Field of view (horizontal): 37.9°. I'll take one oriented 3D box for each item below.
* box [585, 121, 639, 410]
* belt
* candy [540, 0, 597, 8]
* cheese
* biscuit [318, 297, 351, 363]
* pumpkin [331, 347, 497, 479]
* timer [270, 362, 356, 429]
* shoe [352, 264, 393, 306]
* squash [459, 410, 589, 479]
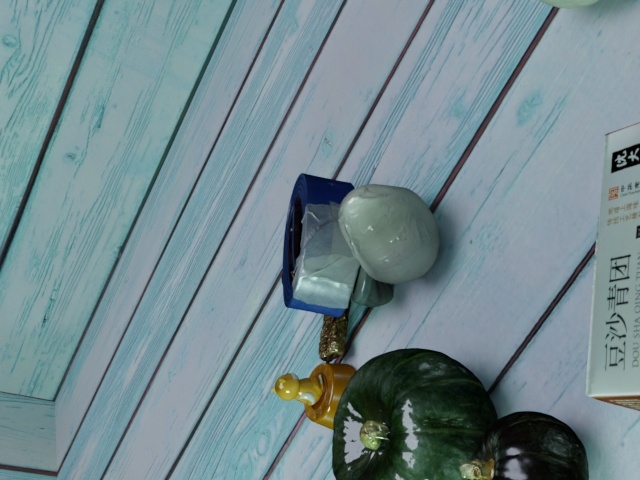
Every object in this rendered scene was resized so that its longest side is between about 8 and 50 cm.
[{"bbox_3d":[0.482,0.008,1.019,0.385,0.122,0.345,-19,59,59],"label":"box"},{"bbox_3d":[0.000,0.000,1.854,0.347,0.117,0.212,-93,18,-54],"label":"belt"},{"bbox_3d":[0.404,-0.497,1.390,0.295,0.185,0.296,178,90,-65],"label":"candy"},{"bbox_3d":[0.127,-0.016,1.654,0.154,0.198,0.189,-25,86,15],"label":"cheese"},{"bbox_3d":[0.033,0.148,1.884,0.064,0.034,0.199,-37,36,47],"label":"biscuit"},{"bbox_3d":[0.135,0.314,1.429,0.300,0.207,0.300,-20,65,51],"label":"pumpkin"},{"bbox_3d":[-0.021,0.291,1.804,0.132,0.152,0.132,-40,42,49],"label":"timer"},{"bbox_3d":[0.103,0.086,1.767,0.195,0.078,0.079,174,110,-88],"label":"shoe"},{"bbox_3d":[0.269,0.322,1.229,0.193,0.156,0.193,-43,19,18],"label":"squash"}]
